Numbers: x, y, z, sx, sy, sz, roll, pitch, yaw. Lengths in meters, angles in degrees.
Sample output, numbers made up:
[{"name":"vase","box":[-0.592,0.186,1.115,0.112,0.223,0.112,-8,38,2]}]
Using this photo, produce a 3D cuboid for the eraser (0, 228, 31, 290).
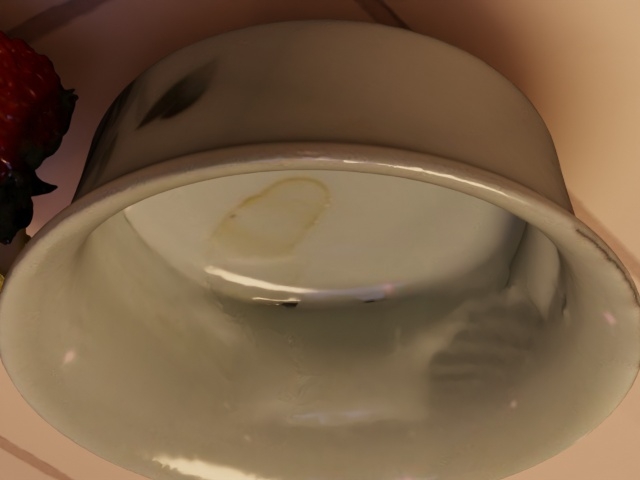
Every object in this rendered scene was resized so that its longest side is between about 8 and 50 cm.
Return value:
[{"name":"eraser","box":[-0.306,0.012,1.122,0.226,0.069,0.158,-25,138,32]}]

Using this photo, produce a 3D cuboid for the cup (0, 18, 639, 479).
[{"name":"cup","box":[0.000,0.000,1.019,0.347,0.163,0.347,0,144,0]}]

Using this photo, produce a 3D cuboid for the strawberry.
[{"name":"strawberry","box":[-0.213,-0.063,0.984,0.148,0.131,0.131,23,145,9]}]
